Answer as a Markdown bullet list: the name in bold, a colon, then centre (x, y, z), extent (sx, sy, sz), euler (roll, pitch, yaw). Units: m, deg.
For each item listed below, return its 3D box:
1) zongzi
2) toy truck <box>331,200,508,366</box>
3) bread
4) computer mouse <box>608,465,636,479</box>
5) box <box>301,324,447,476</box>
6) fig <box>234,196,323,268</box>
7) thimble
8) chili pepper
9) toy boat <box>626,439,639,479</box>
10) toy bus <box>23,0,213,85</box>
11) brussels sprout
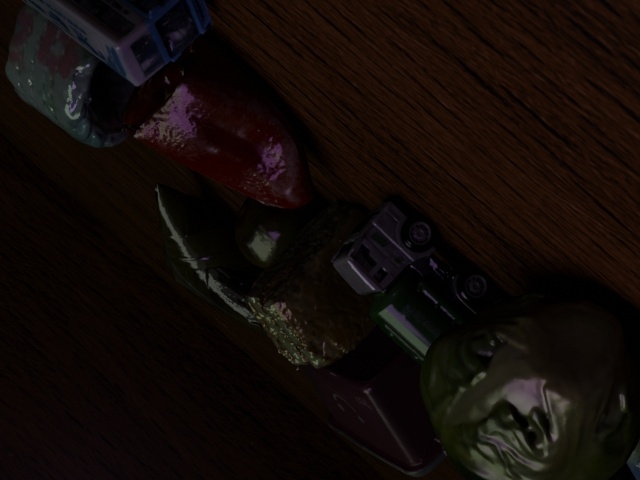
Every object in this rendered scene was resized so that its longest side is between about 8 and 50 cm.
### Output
- **zongzi**: centre (-0.163, 0.027, 2.280), extent (0.286, 0.138, 0.300), euler (34, 164, 20)
- **toy truck**: centre (0.126, 0.072, 1.582), extent (0.242, 0.125, 0.101), euler (44, 168, -5)
- **bread**: centre (0.013, 0.059, 1.715), extent (0.138, 0.196, 0.102), euler (51, 162, -18)
- **computer mouse**: centre (0.356, 0.312, 1.807), extent (0.122, 0.073, 0.217), euler (37, 160, 11)
- **box**: centre (0.099, 0.188, 1.928), extent (0.167, 0.193, 0.294), euler (57, 162, -25)
- **fig**: centre (0.000, 0.000, 1.830), extent (0.236, 0.124, 0.124), euler (19, 171, -12)
- **thimble**: centre (-0.279, -0.232, 1.644), extent (0.149, 0.185, 0.211), euler (35, 149, 27)
- **chili pepper**: centre (-0.099, -0.132, 1.607), extent (0.252, 0.144, 0.136), euler (30, 177, -18)
- **toy boat**: centre (0.444, 0.322, 1.472), extent (0.330, 0.123, 0.215), euler (48, 165, -21)
- **toy bus**: centre (-0.266, -0.302, 1.487), extent (0.297, 0.131, 0.106), euler (38, 167, 21)
- **brussels sprout**: centre (0.228, 0.158, 1.395), extent (0.219, 0.210, 0.271), euler (61, 161, 18)
